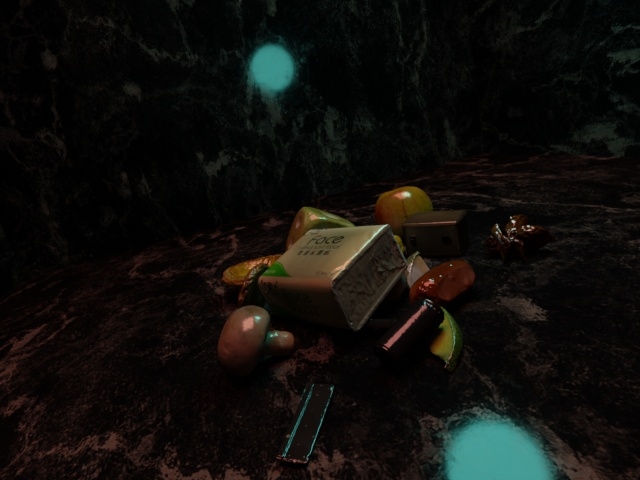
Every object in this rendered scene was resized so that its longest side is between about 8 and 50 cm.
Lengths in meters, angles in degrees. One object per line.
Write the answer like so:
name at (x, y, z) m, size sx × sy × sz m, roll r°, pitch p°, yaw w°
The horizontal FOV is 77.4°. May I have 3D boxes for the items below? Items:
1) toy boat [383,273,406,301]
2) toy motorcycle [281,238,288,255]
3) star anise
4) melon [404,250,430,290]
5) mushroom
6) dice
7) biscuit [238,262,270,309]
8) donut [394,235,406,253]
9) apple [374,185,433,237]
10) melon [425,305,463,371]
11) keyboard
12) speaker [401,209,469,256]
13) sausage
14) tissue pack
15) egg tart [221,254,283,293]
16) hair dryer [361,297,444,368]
toy boat at (0.225, 0.158, 1.411) m, size 0.155 × 0.085 × 0.227 m, roll -35°, pitch 15°, yaw -10°
toy motorcycle at (-0.068, 0.023, 1.985) m, size 0.326 × 0.147 × 0.221 m, roll -32°, pitch 1°, yaw -33°
star anise at (0.701, -0.004, 1.446) m, size 0.238 × 0.148 × 0.347 m, roll -2°, pitch 10°, yaw 41°
melon at (0.340, 0.106, 1.442) m, size 0.094 × 0.139 × 0.202 m, roll 9°, pitch 14°, yaw -3°
mushroom at (-0.200, 0.294, 1.158) m, size 0.207 × 0.209 × 0.206 m, roll -21°, pitch 51°, yaw 29°
dice at (0.000, 0.000, 1.699) m, size 0.239 × 0.233 × 0.227 m, roll 16°, pitch 10°, yaw -19°
biscuit at (-0.238, 0.184, 1.452) m, size 0.042 × 0.225 × 0.226 m, roll 15°, pitch 25°, yaw 15°
donut at (0.244, 0.046, 1.720) m, size 0.254 × 0.118 × 0.253 m, roll -9°, pitch 2°, yaw 0°
apple at (0.399, -0.138, 1.926) m, size 0.286 × 0.232 × 0.286 m, roll -19°, pitch 3°, yaw 1°
melon at (0.318, 0.256, 1.060) m, size 0.114 × 0.053 × 0.261 m, roll -17°, pitch 15°, yaw 13°
keyboard at (-0.028, 0.403, 0.893) m, size 0.072 × 0.023 × 0.231 m, roll -1°, pitch 20°, yaw 17°
speaker at (0.489, -0.029, 1.681) m, size 0.231 × 0.153 × 0.193 m, roll -2°, pitch 20°, yaw 35°
sausage at (0.380, 0.142, 1.254) m, size 0.259 × 0.133 × 0.133 m, roll -25°, pitch 20°, yaw -32°
tissue pack at (0.030, 0.111, 1.349) m, size 0.405 × 0.205 × 0.332 m, roll -2°, pitch 33°, yaw 49°
egg tart at (-0.258, 0.158, 1.703) m, size 0.319 × 0.128 × 0.319 m, roll -12°, pitch 14°, yaw 3°
hair dryer at (0.194, 0.251, 1.112) m, size 0.197 × 0.089 × 0.251 m, roll -38°, pitch 12°, yaw -26°
